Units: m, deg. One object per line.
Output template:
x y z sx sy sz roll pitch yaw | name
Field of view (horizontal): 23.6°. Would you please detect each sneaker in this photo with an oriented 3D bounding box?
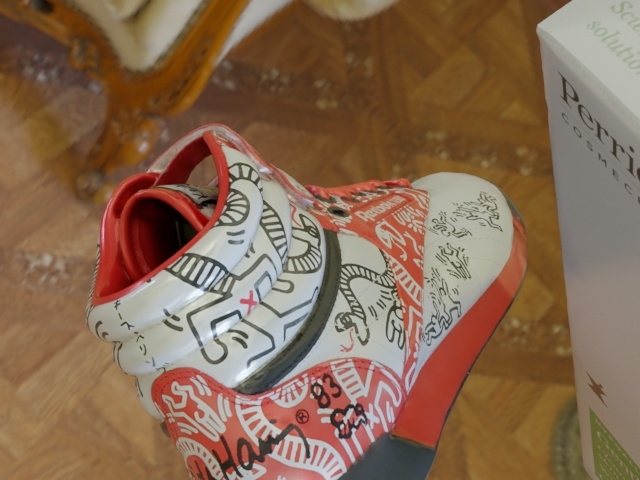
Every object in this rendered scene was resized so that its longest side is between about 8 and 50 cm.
0.001 0.000 0.628 0.145 0.090 0.270 53 32 -15 | sneaker

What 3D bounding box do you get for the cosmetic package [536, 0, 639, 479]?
0.205 0.044 0.563 0.155 0.365 0.197 -35 58 -7 | cosmetic package
